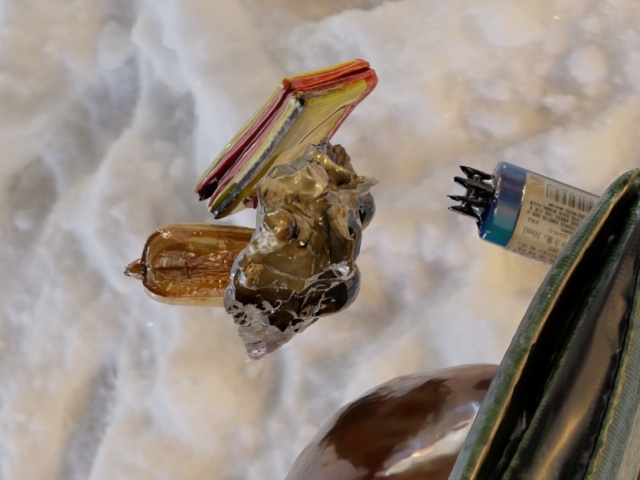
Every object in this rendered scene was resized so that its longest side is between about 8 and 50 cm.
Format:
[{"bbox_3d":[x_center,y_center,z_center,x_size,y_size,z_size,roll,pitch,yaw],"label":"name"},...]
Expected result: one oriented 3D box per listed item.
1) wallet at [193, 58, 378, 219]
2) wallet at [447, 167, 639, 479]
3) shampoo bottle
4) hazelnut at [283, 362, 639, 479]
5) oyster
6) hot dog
[{"bbox_3d":[-0.036,-0.114,1.444,0.067,0.141,0.241,58,138,13],"label":"wallet"},{"bbox_3d":[0.103,0.087,0.503,0.055,0.236,0.160,21,73,21],"label":"wallet"},{"bbox_3d":[0.202,-0.017,1.090,0.183,0.087,0.050,20,142,-4],"label":"shampoo bottle"},{"bbox_3d":[0.120,0.265,1.083,0.366,0.366,0.366,2,94,30],"label":"hazelnut"},{"bbox_3d":[0.000,-0.006,1.127,0.096,0.361,0.221,18,74,7],"label":"oyster"},{"bbox_3d":[-0.113,0.030,1.498,0.249,0.076,0.102,2,95,-14],"label":"hot dog"}]
